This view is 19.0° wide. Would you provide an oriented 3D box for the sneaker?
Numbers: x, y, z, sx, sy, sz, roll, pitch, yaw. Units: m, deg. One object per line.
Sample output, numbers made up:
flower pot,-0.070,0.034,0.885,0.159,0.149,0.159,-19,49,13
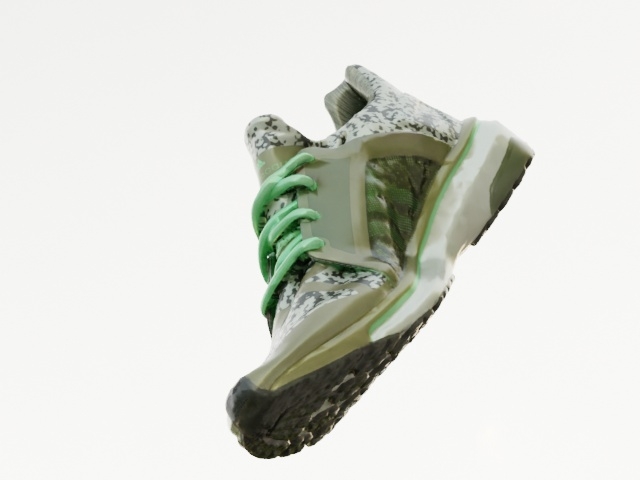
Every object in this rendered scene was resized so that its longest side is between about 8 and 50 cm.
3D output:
sneaker,0.000,0.000,1.338,0.158,0.182,0.410,-53,-1,34
